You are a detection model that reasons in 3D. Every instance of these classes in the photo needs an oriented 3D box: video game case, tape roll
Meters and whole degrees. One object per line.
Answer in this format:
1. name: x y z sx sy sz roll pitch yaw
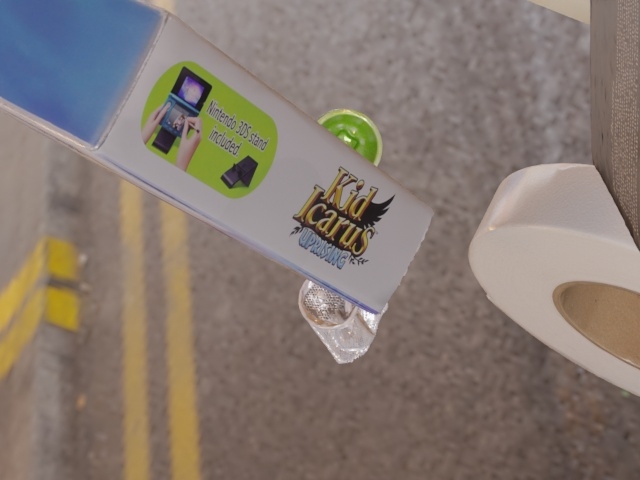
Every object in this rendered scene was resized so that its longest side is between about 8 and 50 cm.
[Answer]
1. video game case: -0.113 -0.075 0.763 0.269 0.244 0.061 28 87 30
2. tape roll: 0.320 0.062 1.603 0.392 0.392 0.072 -9 50 63

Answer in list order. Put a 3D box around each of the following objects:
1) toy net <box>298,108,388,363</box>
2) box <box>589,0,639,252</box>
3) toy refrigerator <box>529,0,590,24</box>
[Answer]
1. toy net: 0.000 0.000 1.573 0.045 0.122 0.232 -141 45 -81
2. box: 0.306 -0.095 0.943 0.294 0.296 0.183 -77 -14 -75
3. toy refrigerator: 0.222 -0.298 1.269 0.102 0.094 0.269 -68 0 -50
